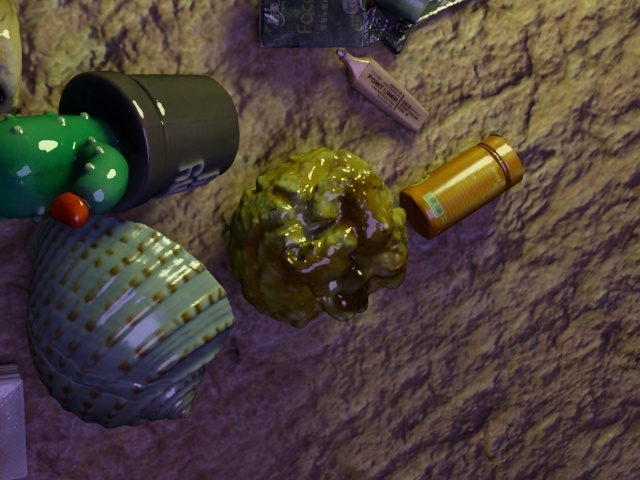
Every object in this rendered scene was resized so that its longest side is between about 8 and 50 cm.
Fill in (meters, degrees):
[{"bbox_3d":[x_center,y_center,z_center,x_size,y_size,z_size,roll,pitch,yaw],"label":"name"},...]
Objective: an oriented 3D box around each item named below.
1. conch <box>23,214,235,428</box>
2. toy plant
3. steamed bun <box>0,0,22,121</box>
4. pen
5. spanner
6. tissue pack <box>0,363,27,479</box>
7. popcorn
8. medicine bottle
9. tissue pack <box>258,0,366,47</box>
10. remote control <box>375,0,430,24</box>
[{"bbox_3d":[-0.289,0.122,1.265,0.319,0.303,0.215,34,46,-14],"label":"conch"},{"bbox_3d":[-0.286,-0.114,1.165,0.400,0.279,0.185,-19,136,-45],"label":"toy plant"},{"bbox_3d":[-0.439,-0.213,1.170,0.141,0.172,0.155,-11,129,-8],"label":"steamed bun"},{"bbox_3d":[0.095,-0.241,1.453,0.197,0.032,0.053,34,91,-30],"label":"pen"},{"bbox_3d":[0.187,-0.378,1.456,0.325,0.026,0.093,-30,115,-14],"label":"spanner"},{"bbox_3d":[-0.586,0.275,1.295,0.325,0.071,0.170,-4,109,-23],"label":"tissue pack"},{"bbox_3d":[-0.008,0.002,1.370,0.282,0.247,0.282,-10,121,-18],"label":"popcorn"},{"bbox_3d":[0.232,-0.089,1.524,0.192,0.096,0.096,-33,116,-11],"label":"medicine bottle"},{"bbox_3d":[-0.012,-0.338,1.338,0.156,0.051,0.112,-2,123,-9],"label":"tissue pack"},{"bbox_3d":[0.012,-0.454,1.331,0.377,0.044,0.107,27,89,-23],"label":"remote control"}]
